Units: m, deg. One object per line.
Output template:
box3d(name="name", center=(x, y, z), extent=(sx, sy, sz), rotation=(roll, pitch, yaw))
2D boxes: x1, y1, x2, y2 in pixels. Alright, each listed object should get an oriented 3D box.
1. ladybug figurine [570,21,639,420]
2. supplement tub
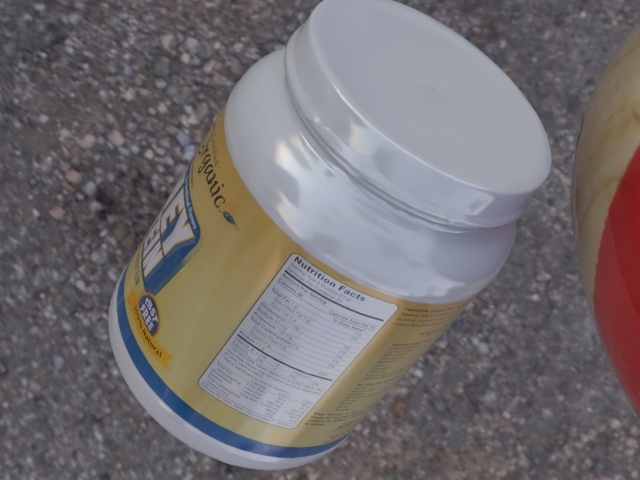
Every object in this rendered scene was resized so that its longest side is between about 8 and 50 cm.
box3d(name="ladybug figurine", center=(0.269, 0.027, 0.431), extent=(0.162, 0.449, 0.305), rotation=(18, 110, -49))
box3d(name="supplement tub", center=(0.000, 0.000, 0.520), extent=(0.144, 0.144, 0.199), rotation=(11, 133, -32))
